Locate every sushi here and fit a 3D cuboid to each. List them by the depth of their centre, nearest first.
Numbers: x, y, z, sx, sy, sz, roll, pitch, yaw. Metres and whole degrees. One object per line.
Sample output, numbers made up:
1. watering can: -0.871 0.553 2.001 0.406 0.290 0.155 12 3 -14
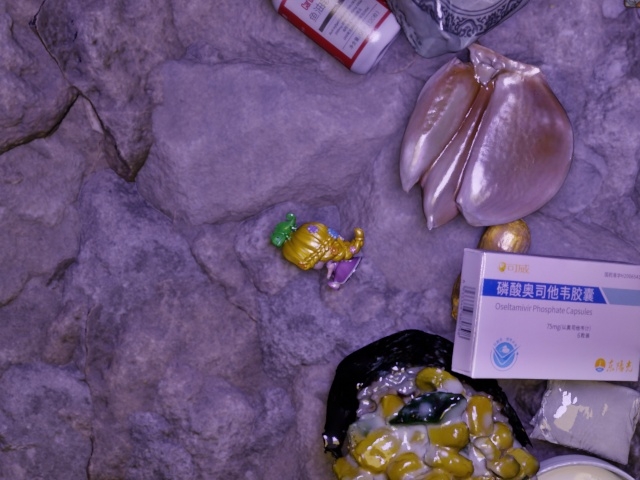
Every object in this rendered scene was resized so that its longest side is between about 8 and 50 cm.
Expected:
1. sushi: 0.167 0.332 1.579 0.327 0.285 0.329 -24 93 7

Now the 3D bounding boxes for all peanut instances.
1. peanut: 0.291 0.051 1.635 0.087 0.087 0.207 29 96 1

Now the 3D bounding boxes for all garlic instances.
1. garlic: 0.280 -0.159 1.586 0.279 0.132 0.325 18 96 3

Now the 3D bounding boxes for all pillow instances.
1. pillow: 0.466 0.302 1.653 0.181 0.078 0.134 18 92 3

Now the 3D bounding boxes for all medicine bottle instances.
1. medicine bottle: 0.012 -0.394 1.580 0.250 0.131 0.131 38 98 -1

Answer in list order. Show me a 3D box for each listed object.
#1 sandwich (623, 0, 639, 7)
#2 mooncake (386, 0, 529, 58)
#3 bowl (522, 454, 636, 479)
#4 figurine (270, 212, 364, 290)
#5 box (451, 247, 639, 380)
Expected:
1. sandwich: 0.620 -0.422 1.535 0.235 0.122 0.128 -39 89 11
2. mooncake: 0.214 -0.442 1.517 0.250 0.136 0.254 -31 93 -20
3. bowl: 0.436 0.489 1.645 0.277 0.145 0.277 1 98 6
4. figurine: 0.000 0.000 1.646 0.156 0.095 0.115 34 110 -4
5. box: 0.382 0.124 1.559 0.343 0.065 0.200 5 91 -25
